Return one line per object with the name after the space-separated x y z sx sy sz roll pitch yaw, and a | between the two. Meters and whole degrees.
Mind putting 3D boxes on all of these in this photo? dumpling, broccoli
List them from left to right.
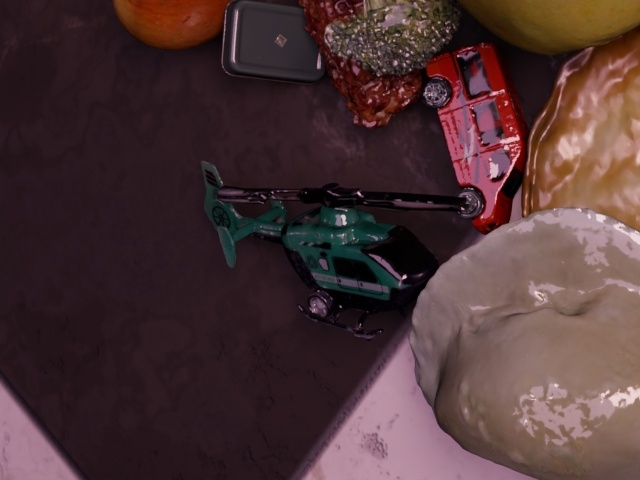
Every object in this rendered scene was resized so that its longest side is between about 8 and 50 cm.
0.058 -0.264 1.022 0.122 0.118 0.204 -20 96 49 | broccoli
0.242 0.134 0.946 0.321 0.270 0.211 4 49 3 | dumpling

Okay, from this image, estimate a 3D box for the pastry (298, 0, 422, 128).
0.048 -0.229 1.148 0.097 0.115 0.208 -21 75 -9 | pastry

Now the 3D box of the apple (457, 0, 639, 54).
0.240 -0.324 0.901 0.338 0.338 0.305 -23 83 30 | apple

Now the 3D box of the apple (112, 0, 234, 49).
-0.166 -0.347 1.233 0.210 0.173 0.234 -137 45 -70 | apple

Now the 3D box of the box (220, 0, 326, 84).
-0.051 -0.232 1.205 0.031 0.126 0.091 -166 81 -69 | box

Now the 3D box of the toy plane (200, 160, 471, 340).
0.000 0.000 1.160 0.382 0.106 0.155 13 123 43 | toy plane

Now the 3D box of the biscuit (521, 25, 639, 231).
0.357 -0.058 0.986 0.335 0.078 0.329 23 100 29 | biscuit

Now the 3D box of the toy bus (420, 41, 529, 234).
0.173 -0.107 1.094 0.089 0.081 0.195 -18 81 21 | toy bus
